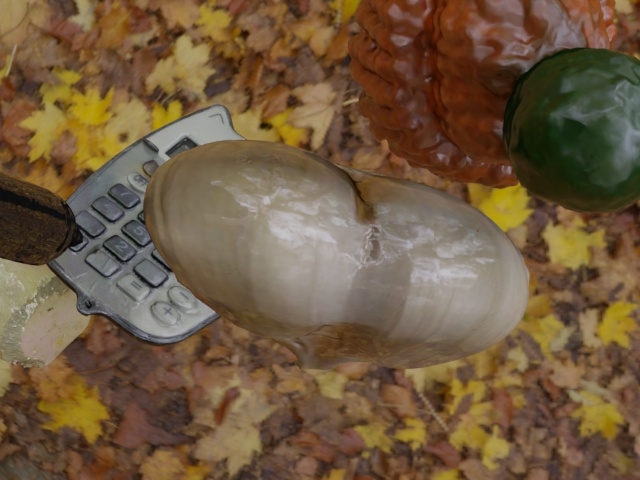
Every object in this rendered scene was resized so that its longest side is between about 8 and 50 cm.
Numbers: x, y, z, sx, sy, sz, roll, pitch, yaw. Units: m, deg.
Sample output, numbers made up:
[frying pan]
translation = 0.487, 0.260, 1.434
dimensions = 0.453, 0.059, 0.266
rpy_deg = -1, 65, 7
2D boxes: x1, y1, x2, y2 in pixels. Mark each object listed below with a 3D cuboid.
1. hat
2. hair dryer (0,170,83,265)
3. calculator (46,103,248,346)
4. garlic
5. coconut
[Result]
[hat]
translation = 0.159, -0.162, 0.927
dimensions = 0.285, 0.400, 0.285
rpy_deg = 0, 106, 0
[hair dryer]
translation = -0.233, -0.041, 0.610
dimensions = 0.107, 0.352, 0.189
rpy_deg = -25, 79, 7
[calculator]
translation = -0.121, -0.015, 0.903
dimensions = 0.177, 0.040, 0.268
rpy_deg = 39, 47, 9
[garlic]
translation = 0.003, 0.008, 0.453
dimensions = 0.174, 0.124, 0.099
rpy_deg = 14, 81, -29
[coconut]
translation = -0.298, 0.058, 1.000
dimensions = 0.122, 0.116, 0.116
rpy_deg = 29, 68, 28
